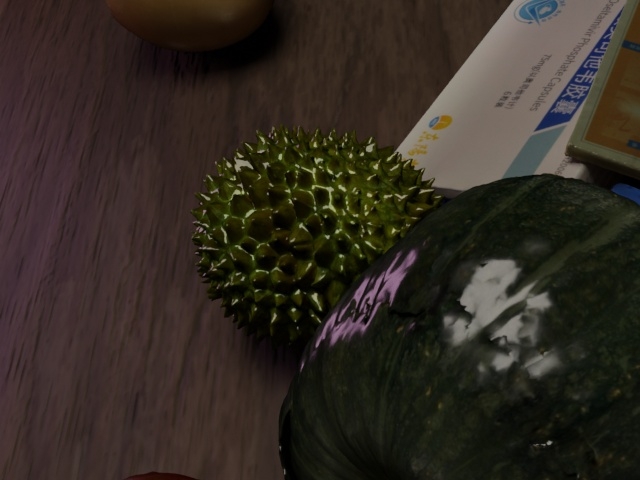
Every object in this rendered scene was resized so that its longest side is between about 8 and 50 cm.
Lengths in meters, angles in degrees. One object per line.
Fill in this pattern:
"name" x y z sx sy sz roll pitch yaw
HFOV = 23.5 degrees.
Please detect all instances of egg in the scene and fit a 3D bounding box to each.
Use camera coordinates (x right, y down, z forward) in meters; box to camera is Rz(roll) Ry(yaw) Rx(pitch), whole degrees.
"egg" -0.154 -0.321 1.819 0.201 0.201 0.244 -38 50 -22

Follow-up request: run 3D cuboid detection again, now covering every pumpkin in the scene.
"pumpkin" 0.127 0.124 1.017 0.257 0.328 0.291 -30 71 -34

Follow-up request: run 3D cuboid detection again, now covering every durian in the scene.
"durian" -0.004 0.000 1.347 0.237 0.200 0.176 6 -1 20

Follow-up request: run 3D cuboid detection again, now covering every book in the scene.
"book" 0.337 -0.137 1.413 0.170 0.018 0.242 20 52 9

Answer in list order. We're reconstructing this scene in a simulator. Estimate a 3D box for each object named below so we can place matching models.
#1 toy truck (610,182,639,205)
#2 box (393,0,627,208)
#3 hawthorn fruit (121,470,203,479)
"toy truck" 0.232 0.042 1.232 0.208 0.113 0.126 -23 34 -3
"box" 0.223 -0.131 1.494 0.200 0.065 0.343 10 47 35
"hawthorn fruit" -0.093 0.295 0.928 0.295 0.295 0.311 -6 28 20
